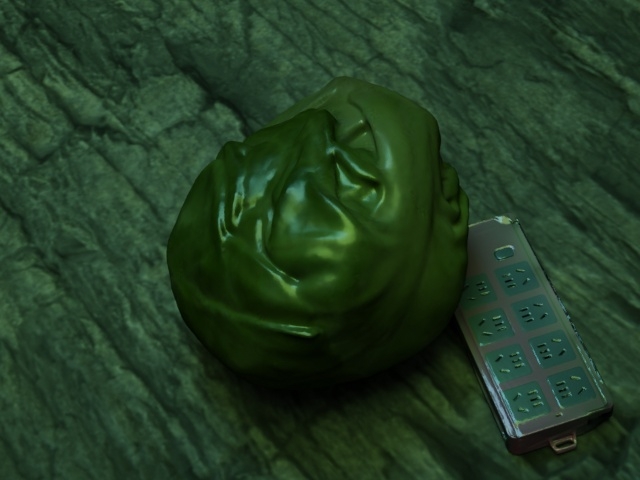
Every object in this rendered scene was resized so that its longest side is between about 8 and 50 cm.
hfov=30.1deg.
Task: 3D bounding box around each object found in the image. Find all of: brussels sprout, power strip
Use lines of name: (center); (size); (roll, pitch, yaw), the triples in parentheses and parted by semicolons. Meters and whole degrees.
brussels sprout: (0.000, 0.000, 1.183); (0.328, 0.247, 0.327); (-7, 60, 13)
power strip: (0.196, 0.089, 1.212); (0.109, 0.037, 0.278); (-18, 53, -4)
